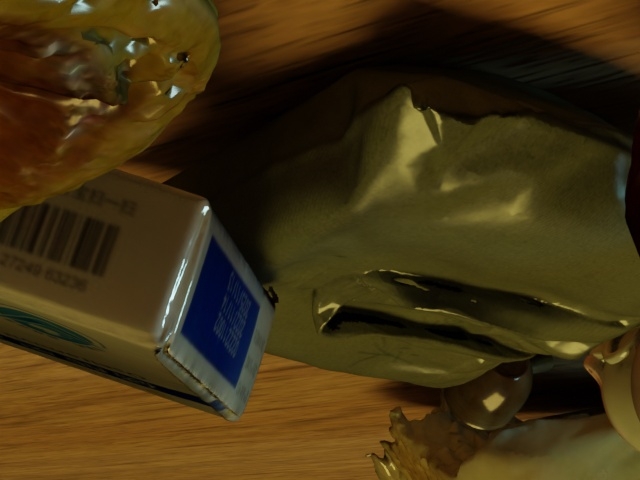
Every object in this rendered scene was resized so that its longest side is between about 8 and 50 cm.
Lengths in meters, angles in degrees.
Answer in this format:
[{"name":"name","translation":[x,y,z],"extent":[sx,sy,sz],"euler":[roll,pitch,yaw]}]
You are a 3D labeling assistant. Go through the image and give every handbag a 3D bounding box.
[{"name":"handbag","translation":[0.049,-0.002,0.859],"extent":[0.253,0.109,0.316],"euler":[17,155,-31]}]

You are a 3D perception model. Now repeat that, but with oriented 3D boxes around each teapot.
[{"name":"teapot","translation":[0.153,0.105,1.423],"extent":[0.110,0.085,0.080],"euler":[-22,156,-33]}]

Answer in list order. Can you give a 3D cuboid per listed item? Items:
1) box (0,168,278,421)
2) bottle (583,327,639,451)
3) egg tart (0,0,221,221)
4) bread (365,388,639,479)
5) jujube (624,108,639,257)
[{"name":"box","translation":[-0.197,-0.015,0.740],"extent":[0.343,0.065,0.200],"euler":[18,168,10]},{"name":"bottle","translation":[0.279,0.103,1.200],"extent":[0.147,0.148,0.236],"euler":[5,173,-13]},{"name":"egg tart","translation":[-0.206,-0.084,0.471],"extent":[0.351,0.153,0.339],"euler":[-3,166,16]},{"name":"bread","translation":[0.216,0.259,1.607],"extent":[0.328,0.245,0.424],"euler":[5,169,-13]},{"name":"jujube","translation":[0.210,-0.020,0.616],"extent":[0.183,0.183,0.243],"euler":[4,176,-10]}]
